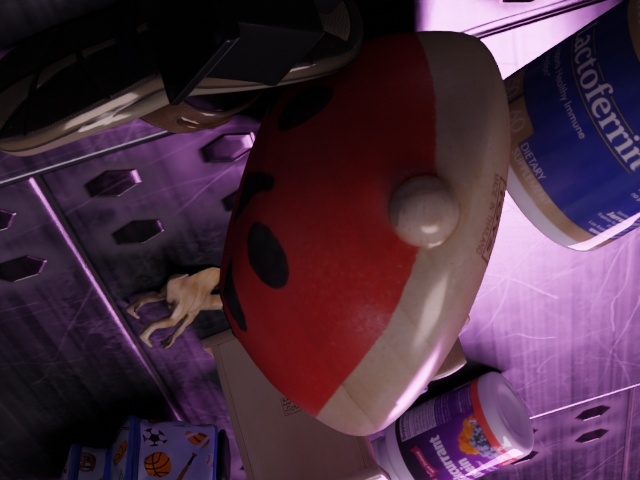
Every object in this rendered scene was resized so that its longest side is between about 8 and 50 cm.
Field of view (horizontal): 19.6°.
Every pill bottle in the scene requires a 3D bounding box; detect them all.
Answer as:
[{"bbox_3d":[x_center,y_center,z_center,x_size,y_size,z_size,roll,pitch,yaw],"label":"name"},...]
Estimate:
[{"bbox_3d":[0.144,0.240,2.191,0.193,0.108,0.108,-28,153,22],"label":"pill bottle"},{"bbox_3d":[0.263,-0.113,1.372,0.265,0.153,0.153,-33,151,32],"label":"pill bottle"}]

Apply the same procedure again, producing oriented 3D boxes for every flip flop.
[{"bbox_3d":[-0.101,-0.114,1.283,0.277,0.112,0.080,-18,143,12],"label":"flip flop"}]

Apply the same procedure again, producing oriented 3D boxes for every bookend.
[{"bbox_3d":[-0.032,-0.164,1.177,0.157,0.156,0.072,1,149,-37],"label":"bookend"}]

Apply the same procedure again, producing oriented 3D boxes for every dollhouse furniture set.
[{"bbox_3d":[0.055,0.193,1.930,0.286,0.198,0.303,-21,156,9],"label":"dollhouse furniture set"}]

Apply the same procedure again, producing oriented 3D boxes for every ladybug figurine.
[{"bbox_3d":[0.021,-0.015,1.367,0.162,0.305,0.449,15,172,-6],"label":"ladybug figurine"}]

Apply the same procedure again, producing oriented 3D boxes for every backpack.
[{"bbox_3d":[-0.186,0.310,1.982,0.213,0.276,0.263,7,145,-17],"label":"backpack"}]

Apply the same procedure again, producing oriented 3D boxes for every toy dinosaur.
[{"bbox_3d":[-0.132,0.052,1.711,0.093,0.053,0.183,-37,160,6],"label":"toy dinosaur"}]
